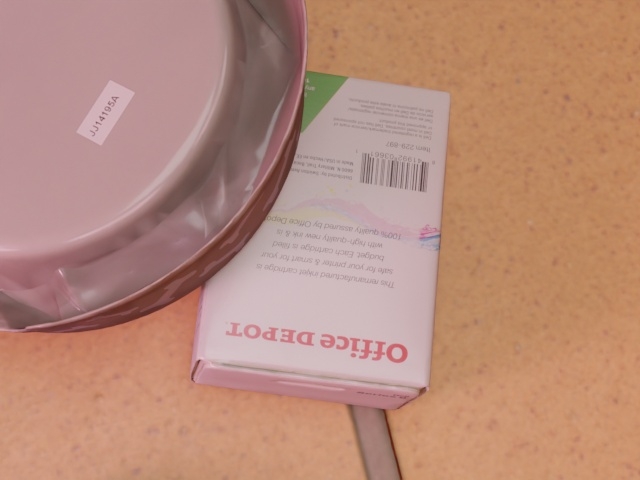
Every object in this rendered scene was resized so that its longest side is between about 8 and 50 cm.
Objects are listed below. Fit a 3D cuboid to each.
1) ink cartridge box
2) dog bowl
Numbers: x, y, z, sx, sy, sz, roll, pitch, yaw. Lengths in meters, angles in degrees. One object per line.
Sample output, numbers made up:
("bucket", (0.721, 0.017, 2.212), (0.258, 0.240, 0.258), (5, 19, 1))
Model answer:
("ink cartridge box", (0.000, 0.000, 0.908), (0.154, 0.093, 0.212), (8, 72, -7))
("dog bowl", (-0.169, -0.099, 0.849), (0.349, 0.102, 0.348), (-3, 73, 11))
